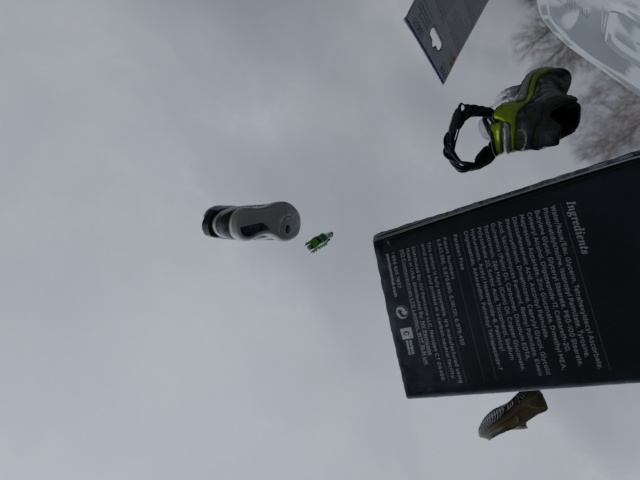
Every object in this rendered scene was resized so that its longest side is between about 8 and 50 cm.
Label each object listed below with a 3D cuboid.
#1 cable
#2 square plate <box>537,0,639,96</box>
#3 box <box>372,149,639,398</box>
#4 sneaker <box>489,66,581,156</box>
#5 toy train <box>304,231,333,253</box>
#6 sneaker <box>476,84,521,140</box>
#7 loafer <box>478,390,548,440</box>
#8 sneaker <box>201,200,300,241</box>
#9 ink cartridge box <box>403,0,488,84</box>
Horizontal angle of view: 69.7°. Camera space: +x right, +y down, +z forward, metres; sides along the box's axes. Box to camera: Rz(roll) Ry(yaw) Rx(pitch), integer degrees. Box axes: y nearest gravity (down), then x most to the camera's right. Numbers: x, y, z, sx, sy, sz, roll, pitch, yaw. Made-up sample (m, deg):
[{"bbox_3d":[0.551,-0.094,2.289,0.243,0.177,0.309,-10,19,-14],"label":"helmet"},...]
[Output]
[{"bbox_3d":[0.399,-0.261,1.204,0.150,0.047,0.185,16,-93,-14],"label":"cable"},{"bbox_3d":[0.304,-0.177,0.395,0.344,0.049,0.347,47,-158,20],"label":"square plate"},{"bbox_3d":[0.433,0.077,0.823,0.479,0.471,0.298,5,-110,-51],"label":"box"},{"bbox_3d":[0.427,-0.241,0.863,0.121,0.111,0.300,14,-134,37],"label":"sneaker"},{"bbox_3d":[0.000,0.000,0.612,0.017,0.023,0.083,49,-163,4],"label":"toy train"},{"bbox_3d":[0.517,-0.329,1.304,0.105,0.281,0.116,-9,-98,5],"label":"sneaker"},{"bbox_3d":[0.354,0.328,0.846,0.050,0.148,0.056,46,-156,9],"label":"loafer"},{"bbox_3d":[-0.137,-0.040,0.883,0.121,0.079,0.216,6,-177,28],"label":"sneaker"},{"bbox_3d":[0.283,-0.555,0.988,0.071,0.330,0.324,33,-170,26],"label":"ink cartridge box"}]
